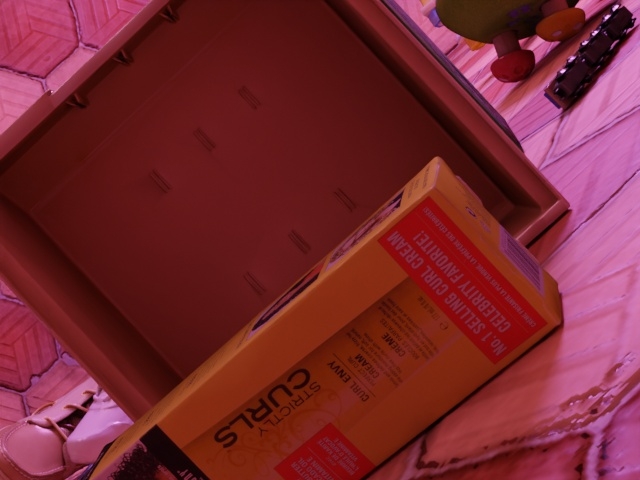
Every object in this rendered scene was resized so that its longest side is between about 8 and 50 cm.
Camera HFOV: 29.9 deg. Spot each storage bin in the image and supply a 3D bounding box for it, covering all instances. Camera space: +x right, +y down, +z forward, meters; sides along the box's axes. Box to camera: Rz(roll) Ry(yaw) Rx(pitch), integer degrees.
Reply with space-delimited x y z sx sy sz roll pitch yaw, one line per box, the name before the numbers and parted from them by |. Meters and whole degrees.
storage bin | -0.044 -0.029 0.725 0.262 0.260 0.123 -43 1 3

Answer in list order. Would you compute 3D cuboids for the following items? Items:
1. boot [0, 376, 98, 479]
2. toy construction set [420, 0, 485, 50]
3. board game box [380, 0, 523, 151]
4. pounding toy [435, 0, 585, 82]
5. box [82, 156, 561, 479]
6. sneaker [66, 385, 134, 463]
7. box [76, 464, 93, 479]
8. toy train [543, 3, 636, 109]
boot | -0.260 0.196 1.391 0.203 0.095 0.262 -41 -10 13
toy construction set | 0.306 -0.387 1.636 0.215 0.151 0.328 -15 -6 -39
board game box | 0.046 -0.191 1.034 0.046 0.317 0.213 -43 4 11
pounding toy | 0.254 -0.251 1.328 0.237 0.110 0.183 -14 -14 -13
box | -0.004 0.071 0.555 0.232 0.087 0.058 -40 8 17
sneaker | -0.205 0.142 1.280 0.090 0.115 0.232 -10 25 35
box | -0.229 0.237 1.312 0.067 0.018 0.083 -41 5 21
toy train | 0.222 -0.153 0.999 0.158 0.027 0.036 -47 3 -43
